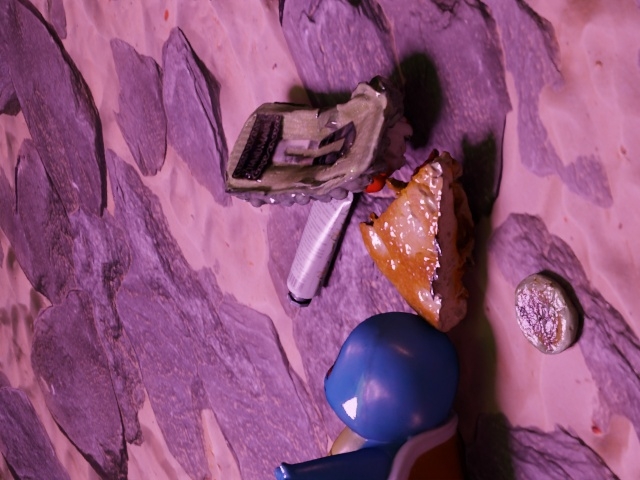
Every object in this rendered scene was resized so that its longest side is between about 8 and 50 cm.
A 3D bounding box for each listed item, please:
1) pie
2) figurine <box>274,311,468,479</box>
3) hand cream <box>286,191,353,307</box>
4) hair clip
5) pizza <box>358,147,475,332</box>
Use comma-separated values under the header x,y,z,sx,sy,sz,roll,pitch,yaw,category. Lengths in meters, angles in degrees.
x,y,z,sx,sy,sz,roll,pitch,yaw,category
0.217,0.071,1.444,0.085,0.017,0.085,33,130,51,pie
0.066,0.290,1.602,0.243,0.298,0.416,-12,95,31,figurine
0.000,0.000,1.775,0.067,0.042,0.194,61,143,40,hand cream
0.006,-0.095,1.661,0.321,0.091,0.138,0,71,62,hair clip
0.114,-0.017,1.533,0.154,0.069,0.194,53,143,34,pizza
